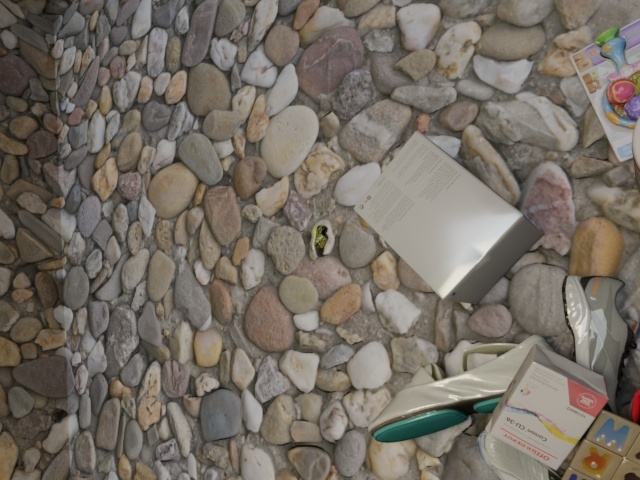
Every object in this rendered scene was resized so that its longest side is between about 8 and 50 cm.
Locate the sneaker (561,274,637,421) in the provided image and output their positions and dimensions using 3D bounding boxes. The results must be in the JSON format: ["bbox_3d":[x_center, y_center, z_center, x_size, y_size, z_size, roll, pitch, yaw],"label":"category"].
[{"bbox_3d":[0.481,0.189,0.812,0.107,0.100,0.272,-8,78,25],"label":"sneaker"}]

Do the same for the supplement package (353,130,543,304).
[{"bbox_3d":[0.250,-0.038,0.948,0.199,0.198,0.263,-51,58,16],"label":"supplement package"}]

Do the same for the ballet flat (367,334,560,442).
[{"bbox_3d":[0.271,0.286,0.936,0.399,0.139,0.139,-26,68,24],"label":"ballet flat"}]

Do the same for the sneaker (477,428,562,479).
[{"bbox_3d":[0.381,0.436,0.860,0.085,0.086,0.237,-39,71,-8],"label":"sneaker"}]

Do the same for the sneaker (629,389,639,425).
[{"bbox_3d":[0.554,0.208,0.737,0.087,0.128,0.222,27,97,35],"label":"sneaker"}]

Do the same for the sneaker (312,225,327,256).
[{"bbox_3d":[0.000,0.000,1.217,0.035,0.031,0.084,-10,76,33],"label":"sneaker"}]

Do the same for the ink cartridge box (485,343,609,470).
[{"bbox_3d":[0.355,0.283,0.777,0.115,0.067,0.198,25,116,17],"label":"ink cartridge box"}]

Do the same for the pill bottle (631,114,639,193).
[{"bbox_3d":[0.551,-0.113,0.700,0.160,0.283,0.161,-7,78,33],"label":"pill bottle"}]

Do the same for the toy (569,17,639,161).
[{"bbox_3d":[0.560,-0.280,0.864,0.136,0.056,0.238,-25,68,31],"label":"toy"}]

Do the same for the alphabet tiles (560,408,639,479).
[{"bbox_3d":[0.517,0.409,0.717,0.284,0.011,0.343,23,110,18],"label":"alphabet tiles"}]
